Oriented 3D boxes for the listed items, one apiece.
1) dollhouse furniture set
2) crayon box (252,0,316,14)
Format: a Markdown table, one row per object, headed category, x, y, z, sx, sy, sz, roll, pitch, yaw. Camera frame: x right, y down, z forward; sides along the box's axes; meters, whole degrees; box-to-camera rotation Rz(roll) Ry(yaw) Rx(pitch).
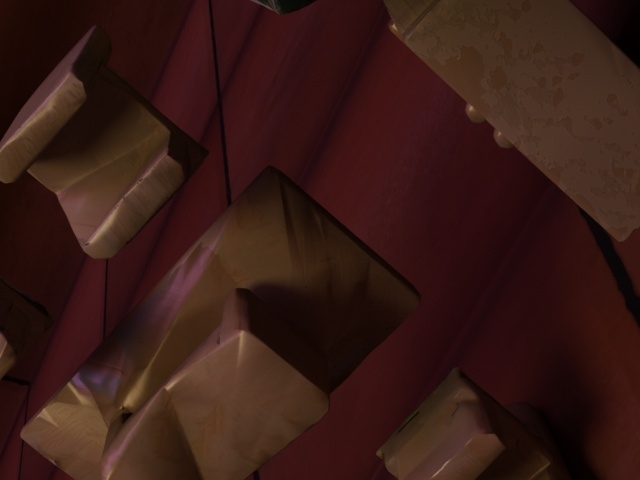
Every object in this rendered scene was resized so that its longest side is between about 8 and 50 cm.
| category | x | y | z | sx | sy | sz | roll | pitch | yaw |
| --- | --- | --- | --- | --- | --- | --- | --- | --- | --- |
| dollhouse furniture set | 0.000 | 0.000 | 0.819 | 0.394 | 0.362 | 0.256 | -46 | 15 | 13 |
| crayon box | 0.012 | -0.209 | 0.751 | 0.318 | 0.202 | 0.081 | -139 | 28 | -67 |
